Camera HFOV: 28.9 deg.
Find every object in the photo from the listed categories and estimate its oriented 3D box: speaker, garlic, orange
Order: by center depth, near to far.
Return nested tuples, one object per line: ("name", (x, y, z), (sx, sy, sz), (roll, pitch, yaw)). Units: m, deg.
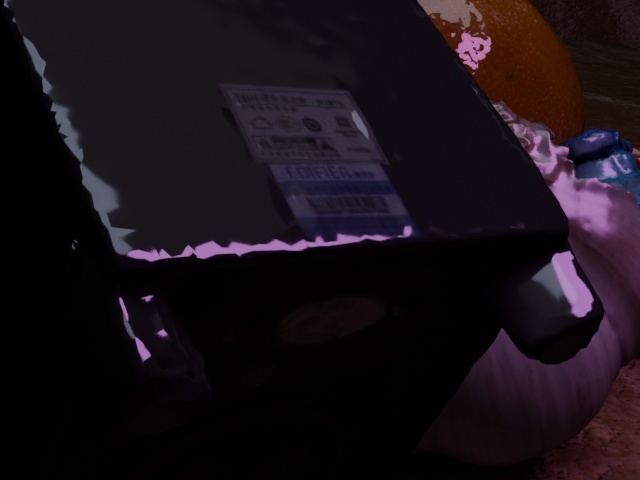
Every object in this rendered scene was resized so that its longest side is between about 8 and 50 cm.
("speaker", (-0.068, 0.006, 0.473), (0.184, 0.232, 0.254), (-5, 50, -33))
("garlic", (0.049, 0.010, 0.684), (0.207, 0.207, 0.256), (-4, 11, -30))
("orange", (0.100, -0.122, 1.072), (0.264, 0.264, 0.264), (5, 16, -1))

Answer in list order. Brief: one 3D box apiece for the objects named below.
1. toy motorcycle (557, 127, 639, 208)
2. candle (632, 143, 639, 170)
("toy motorcycle", (0.176, 0.005, 0.861), (0.206, 0.154, 0.260), (-12, 6, 38))
("candle", (0.280, -0.093, 1.379), (0.329, 0.051, 0.048), (12, 14, 21))
